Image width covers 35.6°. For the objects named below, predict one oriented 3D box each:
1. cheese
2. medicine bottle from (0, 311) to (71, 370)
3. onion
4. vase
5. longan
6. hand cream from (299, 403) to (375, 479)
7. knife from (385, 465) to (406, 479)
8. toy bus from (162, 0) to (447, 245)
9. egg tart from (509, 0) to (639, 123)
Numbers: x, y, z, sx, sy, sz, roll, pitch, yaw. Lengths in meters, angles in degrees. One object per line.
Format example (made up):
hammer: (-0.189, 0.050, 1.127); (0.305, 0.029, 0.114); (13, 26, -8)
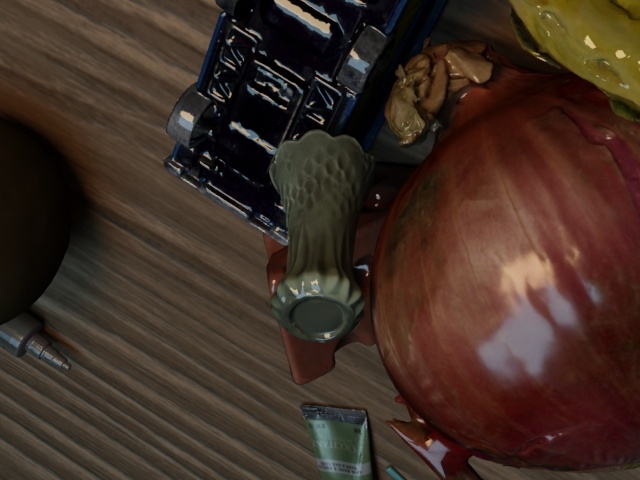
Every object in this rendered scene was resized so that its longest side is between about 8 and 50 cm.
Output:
cheese: (0.002, 0.013, 0.936); (0.177, 0.203, 0.128); (29, 142, 50)
medicine bottle: (-0.409, 0.112, 1.309); (0.199, 0.058, 0.058); (33, 133, 5)
onion: (0.188, 0.032, 0.708); (0.353, 0.353, 0.354); (16, 129, 21)
vase: (0.000, 0.000, 0.696); (0.081, 0.149, 0.081); (1, 135, 1)
longan: (-0.397, -0.019, 1.072); (0.258, 0.258, 0.258); (16, 129, 21)
hand cream: (0.034, 0.299, 1.187); (0.086, 0.055, 0.235); (0, 114, 28)
knife: (0.109, 0.296, 1.167); (0.091, 0.005, 0.014); (43, 132, -4)
toy bus: (-0.003, -0.157, 0.793); (0.138, 0.175, 0.288); (33, 132, 6)
egg tart: (0.263, -0.204, 0.561); (0.345, 0.132, 0.345); (-8, 72, 28)
